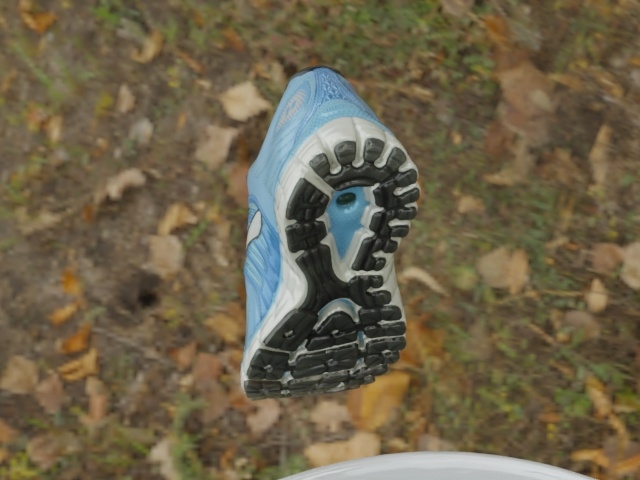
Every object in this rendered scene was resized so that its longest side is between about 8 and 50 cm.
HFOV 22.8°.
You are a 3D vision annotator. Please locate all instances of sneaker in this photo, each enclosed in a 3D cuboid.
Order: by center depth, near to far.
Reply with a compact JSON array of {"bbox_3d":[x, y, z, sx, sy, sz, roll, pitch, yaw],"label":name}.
[{"bbox_3d":[0.000,0.000,0.615,0.162,0.063,0.073,104,156,-45],"label":"sneaker"}]

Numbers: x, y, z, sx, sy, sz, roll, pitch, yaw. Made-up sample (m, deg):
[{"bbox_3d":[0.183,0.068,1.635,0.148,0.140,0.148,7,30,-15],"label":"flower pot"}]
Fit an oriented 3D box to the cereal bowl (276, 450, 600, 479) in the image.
[{"bbox_3d":[0.047,0.259,0.626,0.339,0.141,0.339,-3,54,4],"label":"cereal bowl"}]
